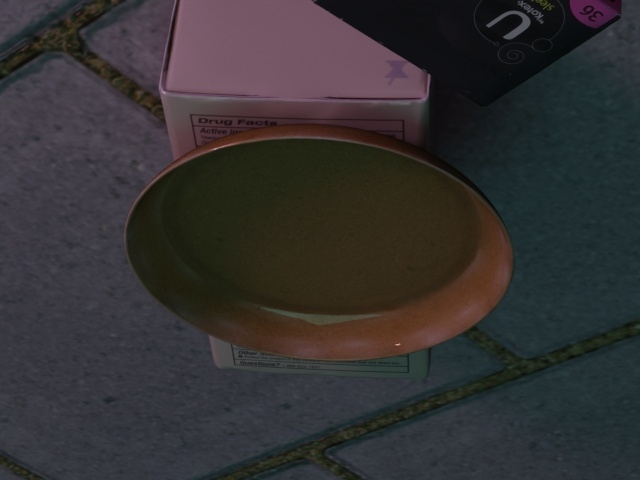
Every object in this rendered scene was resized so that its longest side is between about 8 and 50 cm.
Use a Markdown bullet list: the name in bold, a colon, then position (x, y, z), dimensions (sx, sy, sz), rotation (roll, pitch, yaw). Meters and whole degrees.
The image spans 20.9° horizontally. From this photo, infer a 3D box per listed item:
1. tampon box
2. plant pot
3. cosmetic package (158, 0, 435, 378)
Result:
- **tampon box**: position (0.076, -0.176, 0.876), dimensions (0.120, 0.161, 0.101), rotation (27, 140, -28)
- **plant pot**: position (0.000, 0.000, 1.056), dimensions (0.236, 0.032, 0.236), rotation (4, 144, 3)
- **cosmetic package**: position (-0.004, -0.035, 1.130), dimensions (0.160, 0.113, 0.309), rotation (3, 144, 4)
